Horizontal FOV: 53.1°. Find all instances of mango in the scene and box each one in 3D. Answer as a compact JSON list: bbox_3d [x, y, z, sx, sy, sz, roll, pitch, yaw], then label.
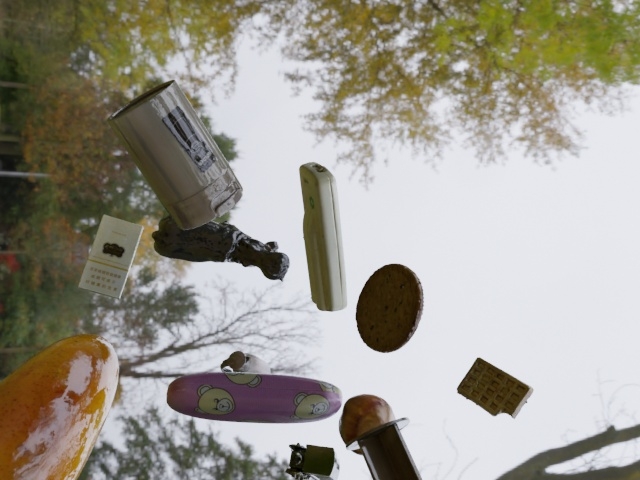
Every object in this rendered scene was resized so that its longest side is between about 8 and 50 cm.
[{"bbox_3d":[-0.421,0.277,1.002,0.199,0.201,0.350,-21,-155,30],"label":"mango"}]

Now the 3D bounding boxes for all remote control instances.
[{"bbox_3d":[0.001,0.000,0.970,0.090,0.049,0.230,-130,-150,-60],"label":"remote control"}]

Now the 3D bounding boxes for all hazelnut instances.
[{"bbox_3d":[0.129,0.541,1.861,0.182,0.182,0.182,-179,-90,-64],"label":"hazelnut"}]

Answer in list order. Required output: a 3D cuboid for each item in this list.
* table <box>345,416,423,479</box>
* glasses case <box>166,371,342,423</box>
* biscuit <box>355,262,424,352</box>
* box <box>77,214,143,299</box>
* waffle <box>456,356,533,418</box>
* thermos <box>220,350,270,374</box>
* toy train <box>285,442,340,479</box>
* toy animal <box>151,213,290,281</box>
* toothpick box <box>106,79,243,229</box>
[{"bbox_3d":[0.177,0.547,1.471,0.227,0.167,0.167,65,-35,26],"label":"table"},{"bbox_3d":[-0.118,0.287,1.162,0.123,0.316,0.076,110,-18,-57],"label":"glasses case"},{"bbox_3d":[0.141,0.139,1.312,0.187,0.027,0.188,-25,-124,45],"label":"biscuit"},{"bbox_3d":[-0.449,0.035,1.378,0.024,0.090,0.167,140,-34,-68],"label":"box"},{"bbox_3d":[0.341,0.295,1.262,0.092,0.021,0.135,-52,-138,-7],"label":"waffle"},{"bbox_3d":[-0.269,0.440,2.206,0.193,0.137,0.105,55,28,-60],"label":"thermos"},{"bbox_3d":[-0.016,0.612,1.753,0.225,0.137,0.090,69,27,-64],"label":"toy train"},{"bbox_3d":[-0.230,0.010,1.533,0.168,0.343,0.106,-58,160,-76],"label":"toy animal"},{"bbox_3d":[-0.197,-0.115,0.885,0.181,0.111,0.111,60,-15,-24],"label":"toothpick box"}]
